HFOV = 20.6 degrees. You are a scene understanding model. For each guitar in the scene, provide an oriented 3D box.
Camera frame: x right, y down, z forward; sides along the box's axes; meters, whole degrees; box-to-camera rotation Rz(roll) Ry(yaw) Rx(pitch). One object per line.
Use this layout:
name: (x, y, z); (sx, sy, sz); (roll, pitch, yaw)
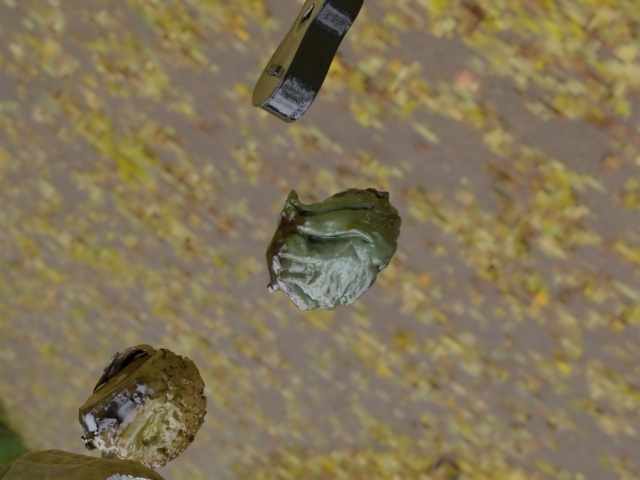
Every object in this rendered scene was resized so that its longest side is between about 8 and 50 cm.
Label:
guitar: (0.023, -0.218, 1.360); (0.038, 0.271, 0.084); (26, -179, -18)

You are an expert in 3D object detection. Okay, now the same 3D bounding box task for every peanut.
peanut: (-0.147, 0.179, 1.106); (0.083, 0.093, 0.194); (22, 168, -39)

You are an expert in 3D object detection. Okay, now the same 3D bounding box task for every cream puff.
cream puff: (-0.159, 0.155, 1.622); (0.133, 0.119, 0.104); (-28, 106, 36)

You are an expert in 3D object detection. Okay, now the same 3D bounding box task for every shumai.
shumai: (0.001, -0.004, 2.151); (0.142, 0.184, 0.184); (33, 166, -16)

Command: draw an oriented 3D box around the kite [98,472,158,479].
kite: (-0.172, 0.178, 0.828); (0.245, 0.141, 0.015); (-4, -166, 9)
